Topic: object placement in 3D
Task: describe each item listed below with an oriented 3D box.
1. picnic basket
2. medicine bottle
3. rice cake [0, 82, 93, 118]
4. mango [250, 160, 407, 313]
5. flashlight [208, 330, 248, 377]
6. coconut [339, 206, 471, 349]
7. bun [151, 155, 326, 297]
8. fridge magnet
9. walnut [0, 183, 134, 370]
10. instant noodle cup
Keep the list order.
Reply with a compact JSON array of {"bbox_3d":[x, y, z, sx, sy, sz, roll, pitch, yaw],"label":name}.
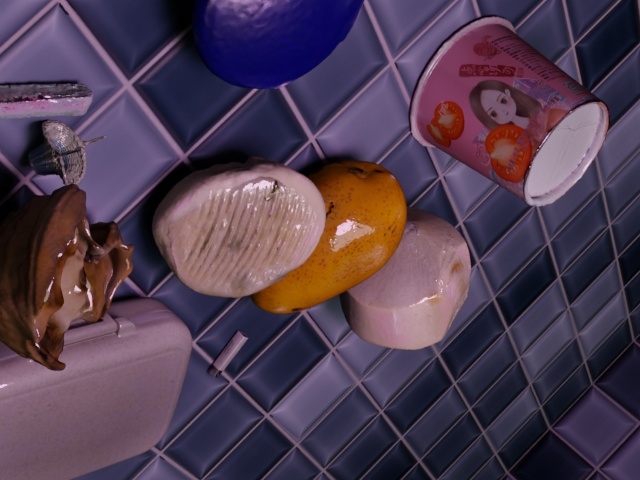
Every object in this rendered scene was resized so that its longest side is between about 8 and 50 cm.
[{"bbox_3d":[-0.295,-0.103,1.338,0.083,0.083,0.065,-20,-173,22],"label":"picnic basket"},{"bbox_3d":[-0.354,0.216,1.546,0.375,0.123,0.282,-12,134,-42],"label":"medicine bottle"},{"bbox_3d":[-0.344,-0.153,1.266,0.208,0.033,0.033,-10,140,-43],"label":"rice cake"},{"bbox_3d":[0.000,0.000,1.724,0.290,0.160,0.191,-44,154,10],"label":"mango"},{"bbox_3d":[-0.149,0.183,1.850,0.083,0.018,0.018,-53,149,7],"label":"flashlight"},{"bbox_3d":[0.133,0.057,1.868,0.241,0.241,0.241,-30,143,-26],"label":"coconut"},{"bbox_3d":[-0.115,-0.026,1.576,0.237,0.116,0.210,2,123,-19],"label":"bun"},{"bbox_3d":[-0.048,-0.305,1.383,0.265,0.113,0.265,-31,143,-27],"label":"fridge magnet"},{"bbox_3d":[-0.328,0.044,1.360,0.238,0.141,0.204,69,35,-72],"label":"walnut"},{"bbox_3d":[0.303,-0.192,1.804,0.243,0.231,0.243,-31,144,-26],"label":"instant noodle cup"}]
